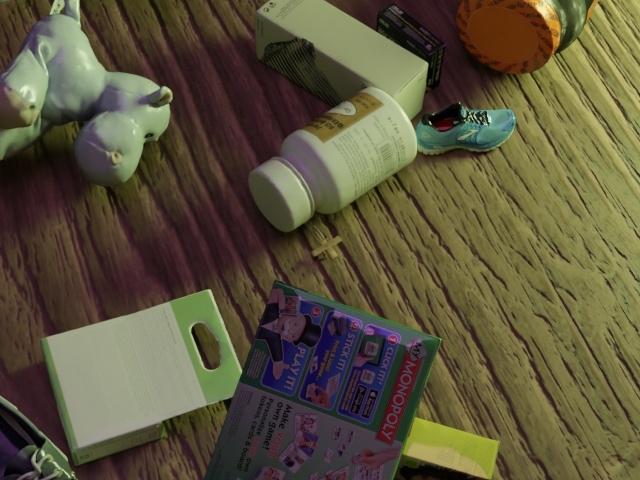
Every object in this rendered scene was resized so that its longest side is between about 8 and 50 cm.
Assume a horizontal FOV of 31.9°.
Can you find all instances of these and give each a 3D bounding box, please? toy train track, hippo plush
[{"bbox_3d":[0.000,0.000,1.609,0.048,0.014,0.083,-30,56,-12],"label":"toy train track"},{"bbox_3d":[-0.350,-0.194,1.652,0.236,0.234,0.294,30,62,-12],"label":"hippo plush"}]

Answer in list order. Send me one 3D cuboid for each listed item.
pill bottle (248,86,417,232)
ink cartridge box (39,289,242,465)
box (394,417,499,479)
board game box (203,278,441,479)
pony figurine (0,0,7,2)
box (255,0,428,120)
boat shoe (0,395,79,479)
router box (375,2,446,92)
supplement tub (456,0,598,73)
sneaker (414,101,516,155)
[{"bbox_3d":[0.015,-0.113,1.614,0.229,0.131,0.131,-34,63,-22],"label":"pill bottle"},{"bbox_3d":[-0.230,0.174,1.459,0.235,0.056,0.171,-16,58,-16],"label":"ink cartridge box"},{"bbox_3d":[0.099,0.257,1.393,0.232,0.087,0.058,15,56,10],"label":"box"},{"bbox_3d":[-0.007,0.231,1.336,0.213,0.046,0.317,20,87,8],"label":"board game box"},{"bbox_3d":[-0.380,-0.532,1.838,0.363,0.303,0.351,19,25,15],"label":"pony figurine"},{"bbox_3d":[0.029,-0.280,1.742,0.275,0.113,0.094,35,62,21],"label":"box"},{"bbox_3d":[-0.362,0.288,1.350,0.116,0.099,0.319,-37,64,-24],"label":"boat shoe"},{"bbox_3d":[0.140,-0.304,1.771,0.038,0.092,0.122,-36,63,-23],"label":"router box"},{"bbox_3d":[0.358,-0.437,1.800,0.207,0.207,0.338,24,58,14],"label":"supplement tub"},{"bbox_3d":[0.222,-0.174,1.696,0.162,0.073,0.063,-11,57,-9],"label":"sneaker"}]
